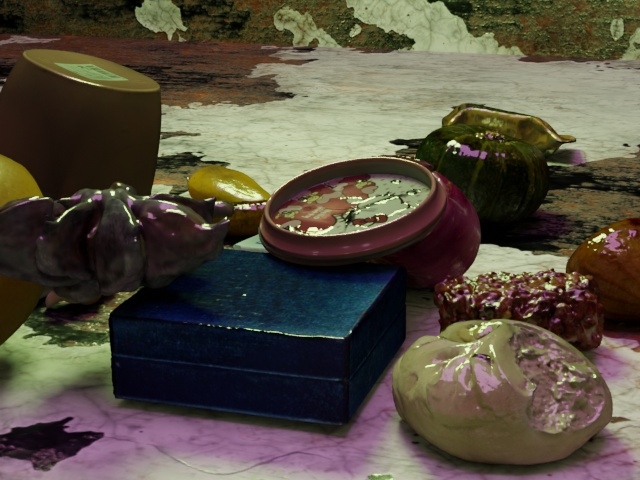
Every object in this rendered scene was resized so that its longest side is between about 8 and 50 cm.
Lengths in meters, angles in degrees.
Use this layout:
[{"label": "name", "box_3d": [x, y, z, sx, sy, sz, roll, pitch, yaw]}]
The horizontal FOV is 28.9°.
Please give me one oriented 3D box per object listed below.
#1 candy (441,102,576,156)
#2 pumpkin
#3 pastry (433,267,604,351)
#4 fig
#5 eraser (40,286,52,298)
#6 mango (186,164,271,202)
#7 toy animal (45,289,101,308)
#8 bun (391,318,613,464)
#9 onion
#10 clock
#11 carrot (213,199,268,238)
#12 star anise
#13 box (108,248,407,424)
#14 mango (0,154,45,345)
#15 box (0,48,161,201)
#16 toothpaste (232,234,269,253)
[{"label": "candy", "box_3d": [0.372, -0.209, 2.448, 0.271, 0.101, 0.143, 7, 13, 5]}, {"label": "pumpkin", "box_3d": [0.262, -0.106, 2.030, 0.223, 0.157, 0.224, 15, 18, -5]}, {"label": "pastry", "box_3d": [0.241, 0.090, 1.503, 0.208, 0.097, 0.115, -2, 11, -5]}, {"label": "fig", "box_3d": [0.419, 0.064, 1.584, 0.146, 0.134, 0.201, -37, 53, -15]}, {"label": "eraser", "box_3d": [-0.470, 0.073, 1.658, 0.089, 0.061, 0.352, 6, 18, 36]}, {"label": "mango", "box_3d": [-0.156, -0.083, 2.141, 0.187, 0.066, 0.101, 22, 28, 33]}, {"label": "toy animal", "box_3d": [-0.325, 0.047, 1.715, 0.089, 0.083, 0.150, -8, 3, 21]}, {"label": "bun", "box_3d": [0.186, 0.146, 1.300, 0.237, 0.116, 0.210, 5, 19, 22]}, {"label": "onion", "box_3d": [0.124, -0.015, 1.723, 0.207, 0.201, 0.200, -13, 11, 28]}, {"label": "clock", "box_3d": [0.040, -0.036, 1.582, 0.244, 0.056, 0.244, -9, 26, 5]}, {"label": "carrot", "box_3d": [-0.123, -0.035, 1.976, 0.260, 0.070, 0.070, -2, 18, 5]}, {"label": "star anise", "box_3d": [-0.227, 0.005, 1.436, 0.359, 0.139, 0.316, -4, 15, -23]}, {"label": "box", "box_3d": [-0.063, 0.104, 1.447, 0.279, 0.116, 0.261, 4, 16, 18]}, {"label": "mango", "box_3d": [-0.496, 0.030, 1.435, 0.300, 0.232, 0.445, 49, 41, 7]}, {"label": "box", "box_3d": [-0.413, -0.195, 2.137, 0.301, 0.216, 0.301, 17, 14, -4]}, {"label": "toothpaste", "box_3d": [0.000, 0.000, 1.859, 0.089, 0.071, 0.313, 7, 19, 35]}]
